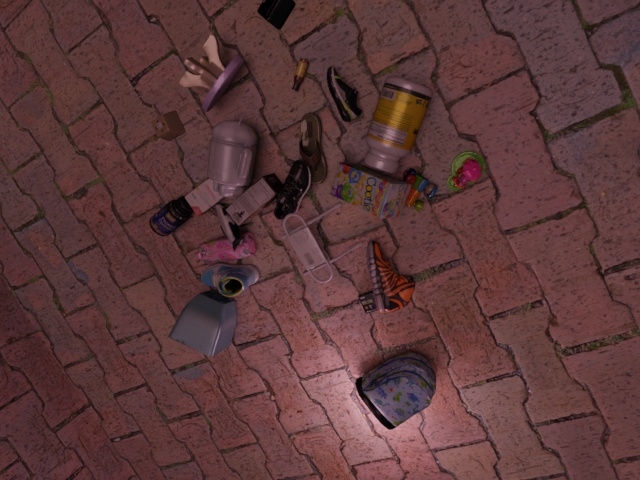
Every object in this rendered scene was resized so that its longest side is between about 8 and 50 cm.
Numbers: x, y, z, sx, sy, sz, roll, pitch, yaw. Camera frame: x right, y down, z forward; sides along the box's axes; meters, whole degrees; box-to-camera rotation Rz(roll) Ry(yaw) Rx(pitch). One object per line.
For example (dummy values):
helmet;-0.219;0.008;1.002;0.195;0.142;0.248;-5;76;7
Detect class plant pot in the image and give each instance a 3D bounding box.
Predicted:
plant pot;-0.562;0.397;2.023;0.248;0.247;0.252;22;93;9
plant pot;-0.720;-0.533;1.863;0.109;0.096;0.109;-20;100;20

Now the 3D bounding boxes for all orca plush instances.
orca plush;-0.399;-0.079;1.866;0.102;0.287;0.151;-14;126;-24

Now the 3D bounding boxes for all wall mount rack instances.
wall mount rack;0.000;0.000;1.802;0.304;0.130;0.350;-27;97;25

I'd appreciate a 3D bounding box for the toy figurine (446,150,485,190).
toy figurine;0.559;-0.255;1.542;0.130;0.159;0.173;38;113;3

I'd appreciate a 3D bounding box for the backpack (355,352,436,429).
backpack;0.370;0.683;1.844;0.356;0.273;0.290;-40;85;10

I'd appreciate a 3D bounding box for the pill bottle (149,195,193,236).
pill bottle;-0.728;-0.124;1.971;0.219;0.123;0.122;-33;95;22

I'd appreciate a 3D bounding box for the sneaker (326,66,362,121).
sneaker;0.102;-0.599;1.631;0.097;0.084;0.234;-24;100;-3

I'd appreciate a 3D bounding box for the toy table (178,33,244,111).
toy table;-0.464;-0.701;1.676;0.161;0.252;0.274;39;101;-15

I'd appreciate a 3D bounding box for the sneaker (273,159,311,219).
sneaker;-0.128;-0.209;1.738;0.107;0.124;0.283;30;125;15

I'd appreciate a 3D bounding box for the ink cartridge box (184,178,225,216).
ink cartridge box;-0.539;-0.217;1.919;0.198;0.067;0.115;-30;96;23

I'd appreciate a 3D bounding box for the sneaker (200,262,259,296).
sneaker;-0.482;0.195;1.948;0.319;0.208;0.127;-7;105;18

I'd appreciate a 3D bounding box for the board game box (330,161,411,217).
board game box;0.197;-0.205;1.608;0.275;0.142;0.144;30;115;38

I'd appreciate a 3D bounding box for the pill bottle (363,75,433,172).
pill bottle;0.289;-0.443;1.550;0.188;0.188;0.333;22;111;9

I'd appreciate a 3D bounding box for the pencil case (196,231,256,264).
pencil case;-0.454;0.042;1.943;0.284;0.124;0.124;-11;102;18

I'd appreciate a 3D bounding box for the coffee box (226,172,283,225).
coffee box;-0.291;-0.188;1.818;0.247;0.141;0.098;-37;93;21

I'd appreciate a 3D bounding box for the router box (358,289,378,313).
router box;0.250;0.279;1.852;0.123;0.038;0.092;-21;98;21

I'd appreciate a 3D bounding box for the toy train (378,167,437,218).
toy train;0.365;-0.162;1.665;0.143;0.105;0.248;27;112;-7

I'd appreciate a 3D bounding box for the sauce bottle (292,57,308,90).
sauce bottle;-0.087;-0.689;1.664;0.042;0.042;0.128;26;109;8

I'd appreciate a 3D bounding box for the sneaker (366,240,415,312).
sneaker;0.311;0.149;1.767;0.180;0.124;0.320;-12;92;-1

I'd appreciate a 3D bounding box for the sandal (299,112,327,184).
sandal;-0.047;-0.389;1.716;0.120;0.086;0.302;-3;106;17

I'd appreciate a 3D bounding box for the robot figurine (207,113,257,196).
robot figurine;-0.387;-0.372;1.757;0.300;0.200;0.353;29;116;42

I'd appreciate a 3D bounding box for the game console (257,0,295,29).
game console;-0.182;-0.952;1.631;0.122;0.071;0.107;-50;58;22
